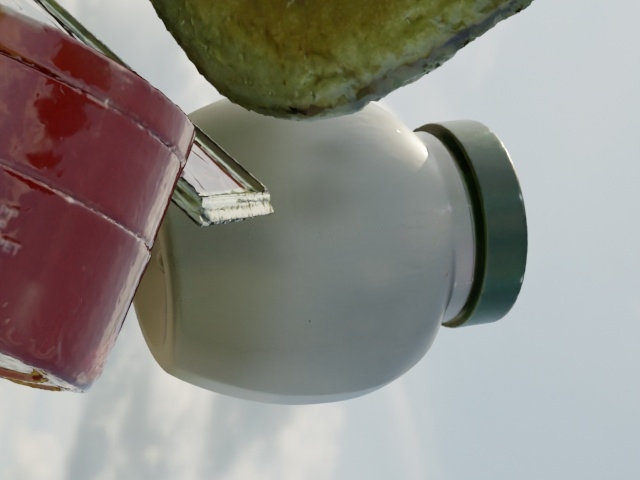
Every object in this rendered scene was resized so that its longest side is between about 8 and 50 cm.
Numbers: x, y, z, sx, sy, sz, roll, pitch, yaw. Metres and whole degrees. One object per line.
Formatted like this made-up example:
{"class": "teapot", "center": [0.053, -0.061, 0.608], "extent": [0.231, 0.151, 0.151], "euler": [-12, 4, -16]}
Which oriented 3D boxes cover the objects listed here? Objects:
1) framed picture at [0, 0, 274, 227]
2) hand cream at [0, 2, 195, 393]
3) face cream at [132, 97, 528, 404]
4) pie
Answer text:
{"class": "framed picture", "center": [-0.143, -0.106, 1.104], "extent": [0.016, 0.273, 0.216], "euler": [-49, 176, 7]}
{"class": "hand cream", "center": [-0.185, -0.026, 0.879], "extent": [0.149, 0.230, 0.230], "euler": [-68, -167, -12]}
{"class": "face cream", "center": [0.000, 0.000, 1.792], "extent": [0.219, 0.357, 0.312], "euler": [136, -55, -65]}
{"class": "pie", "center": [0.017, -0.235, 1.098], "extent": [0.070, 0.323, 0.323], "euler": [26, 67, -74]}
